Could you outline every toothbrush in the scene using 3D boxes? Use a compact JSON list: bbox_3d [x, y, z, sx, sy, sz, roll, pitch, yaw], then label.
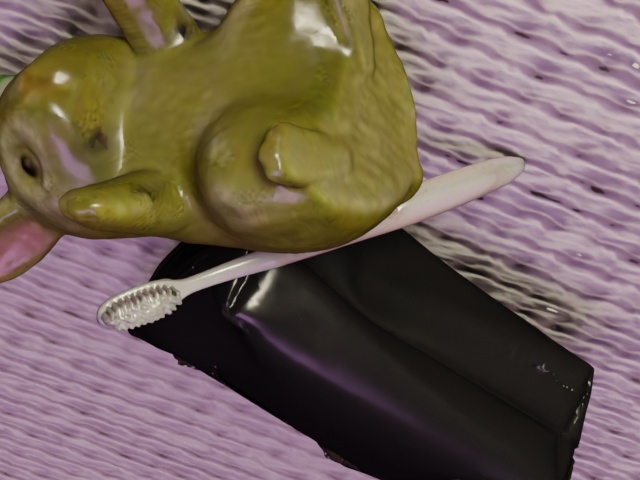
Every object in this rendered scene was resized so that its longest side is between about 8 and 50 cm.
[{"bbox_3d":[0.000,0.000,1.122,0.029,0.307,0.025,-154,45,-69],"label":"toothbrush"}]

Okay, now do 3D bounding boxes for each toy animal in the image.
[{"bbox_3d":[-0.124,-0.070,1.080,0.363,0.181,0.180,-1,156,17],"label":"toy animal"}]

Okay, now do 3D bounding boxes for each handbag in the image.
[{"bbox_3d":[0.013,0.090,1.311,0.342,0.152,0.288,35,153,-21],"label":"handbag"}]
